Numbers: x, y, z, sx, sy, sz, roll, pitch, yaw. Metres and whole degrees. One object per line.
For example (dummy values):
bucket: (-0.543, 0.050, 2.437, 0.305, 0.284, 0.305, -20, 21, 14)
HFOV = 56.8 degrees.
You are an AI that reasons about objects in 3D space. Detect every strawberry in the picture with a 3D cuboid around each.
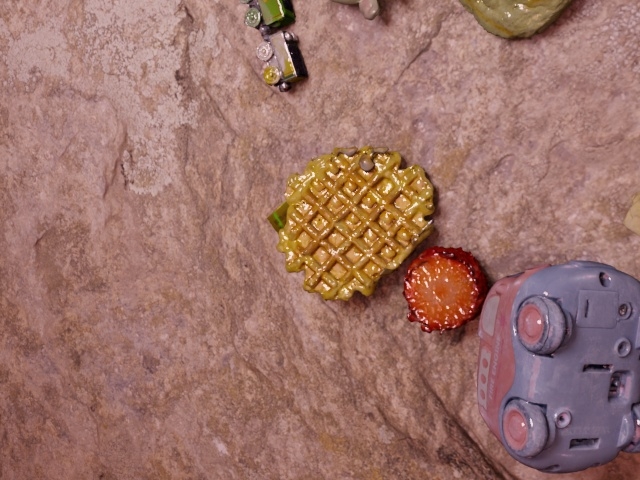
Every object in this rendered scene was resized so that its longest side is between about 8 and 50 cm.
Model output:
strawberry: (0.204, 0.077, 0.961, 0.145, 0.086, 0.145, 5, 103, 25)

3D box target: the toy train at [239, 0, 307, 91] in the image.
toy train: (-0.078, -0.361, 1.024, 0.081, 0.060, 0.202, -16, 95, 24)

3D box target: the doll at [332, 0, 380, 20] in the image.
doll: (0.028, -0.473, 0.920, 0.275, 0.113, 0.155, 51, 128, 1)

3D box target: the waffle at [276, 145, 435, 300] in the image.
waffle: (0.056, -0.028, 1.007, 0.280, 0.060, 0.262, 0, 97, 18)

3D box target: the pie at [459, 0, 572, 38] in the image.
pie: (0.260, -0.414, 0.817, 0.201, 0.090, 0.248, -44, 84, 25)

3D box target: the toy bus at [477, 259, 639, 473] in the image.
toy bus: (0.323, 0.166, 0.844, 0.197, 0.232, 0.294, 3, 96, -16)

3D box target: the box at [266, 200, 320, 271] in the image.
box: (0.000, 0.000, 1.084, 0.121, 0.030, 0.193, -40, 81, 29)

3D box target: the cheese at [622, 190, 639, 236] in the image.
cheese: (0.491, -0.069, 0.773, 0.123, 0.094, 0.167, 26, 113, 18)
